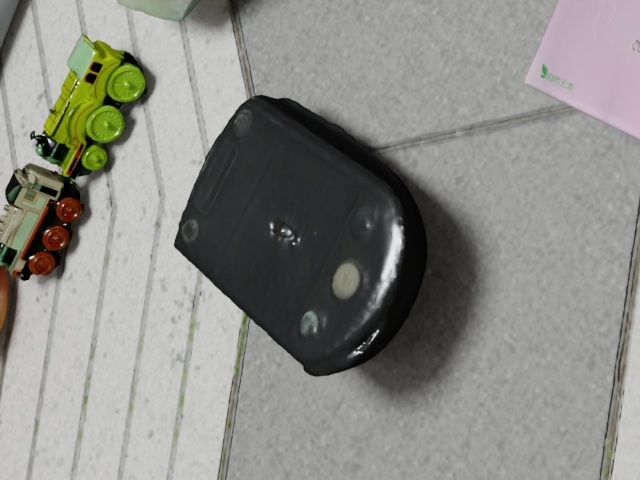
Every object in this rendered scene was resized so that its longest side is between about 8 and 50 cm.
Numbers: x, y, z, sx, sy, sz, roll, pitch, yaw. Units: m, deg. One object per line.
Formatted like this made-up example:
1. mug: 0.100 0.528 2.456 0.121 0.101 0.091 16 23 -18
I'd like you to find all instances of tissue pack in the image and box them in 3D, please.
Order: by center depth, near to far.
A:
1. tissue pack: 0.279 -0.121 1.255 0.246 0.092 0.148 31 105 40

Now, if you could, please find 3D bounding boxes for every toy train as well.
1. toy train: -0.246 -0.073 1.723 0.250 0.085 0.053 -62 33 16

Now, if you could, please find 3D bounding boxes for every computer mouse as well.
1. computer mouse: 0.000 0.000 1.478 0.269 0.100 0.170 40 105 43

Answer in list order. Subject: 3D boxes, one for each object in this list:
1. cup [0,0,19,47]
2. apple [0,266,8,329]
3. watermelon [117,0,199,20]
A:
1. cup: -0.376 -0.244 1.853 0.136 0.099 0.133 34 107 39
2. apple: -0.394 0.057 1.794 0.163 0.139 0.163 -10 76 43
3. watermelon: -0.115 -0.354 1.573 0.193 0.232 0.310 38 93 3
